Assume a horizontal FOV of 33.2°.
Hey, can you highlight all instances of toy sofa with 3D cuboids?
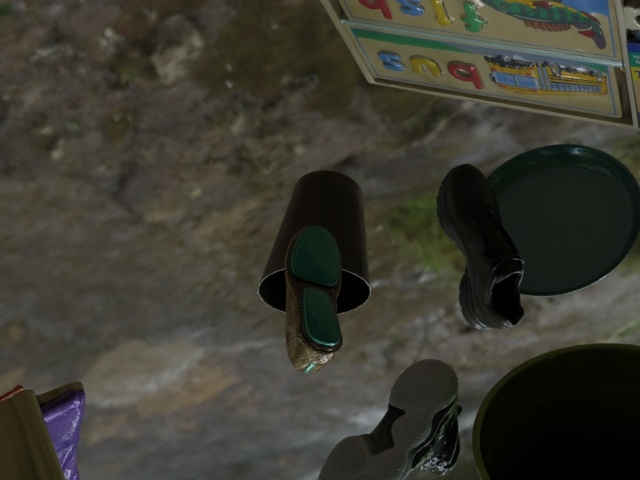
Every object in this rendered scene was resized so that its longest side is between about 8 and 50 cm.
[{"bbox_3d":[-0.365,0.330,1.347,0.177,0.150,0.362,-14,152,-23],"label":"toy sofa"}]

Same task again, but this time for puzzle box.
[{"bbox_3d":[0.198,-0.207,1.054,0.272,0.409,0.052,46,61,-61],"label":"puzzle box"}]

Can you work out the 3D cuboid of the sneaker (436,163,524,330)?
[{"bbox_3d":[0.277,0.012,1.751,0.109,0.286,0.130,-20,-171,-17],"label":"sneaker"}]

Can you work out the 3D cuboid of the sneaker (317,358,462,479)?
[{"bbox_3d":[0.106,0.297,1.443,0.268,0.101,0.153,-49,141,-16],"label":"sneaker"}]

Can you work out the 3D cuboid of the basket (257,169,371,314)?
[{"bbox_3d":[0.000,0.000,1.915,0.204,0.226,0.154,-8,140,20],"label":"basket"}]

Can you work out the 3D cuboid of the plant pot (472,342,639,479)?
[{"bbox_3d":[0.390,0.390,1.437,0.367,0.366,0.353,-23,129,-21],"label":"plant pot"}]

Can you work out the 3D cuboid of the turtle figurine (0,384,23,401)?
[{"bbox_3d":[-0.560,0.376,1.760,0.269,0.217,0.087,-36,179,-24],"label":"turtle figurine"}]

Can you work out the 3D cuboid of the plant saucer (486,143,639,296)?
[{"bbox_3d":[0.412,-0.031,1.902,0.318,0.317,0.043,-31,140,3],"label":"plant saucer"}]

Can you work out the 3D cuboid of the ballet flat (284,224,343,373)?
[{"bbox_3d":[-0.015,0.066,1.188,0.073,0.206,0.067,21,125,-14],"label":"ballet flat"}]
